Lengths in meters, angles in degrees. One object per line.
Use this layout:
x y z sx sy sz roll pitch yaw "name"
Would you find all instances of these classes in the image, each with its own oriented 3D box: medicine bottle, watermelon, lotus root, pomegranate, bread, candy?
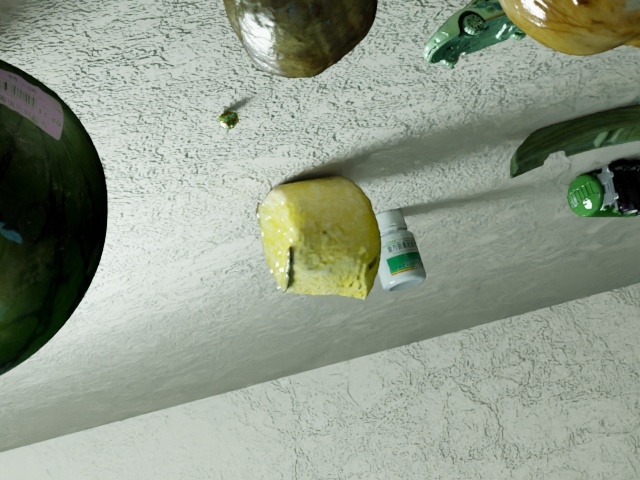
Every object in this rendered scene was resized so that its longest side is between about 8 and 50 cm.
0.130 0.018 2.376 0.080 0.130 0.080 -16 167 -4 "medicine bottle"
-0.379 -0.016 1.299 0.363 0.363 0.363 -16 165 -4 "watermelon"
-0.017 -0.230 1.307 0.145 0.128 0.260 -27 166 1 "lotus root"
0.274 -0.278 1.247 0.248 0.248 0.248 -16 165 -4 "pomegranate"
0.003 0.000 2.059 0.171 0.197 0.197 -6 163 -20 "bread"
-0.116 -0.147 1.723 0.025 0.023 0.083 -56 178 -8 "candy"

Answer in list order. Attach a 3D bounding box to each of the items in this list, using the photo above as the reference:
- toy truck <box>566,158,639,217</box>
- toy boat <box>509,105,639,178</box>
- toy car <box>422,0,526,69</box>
0.579 -0.088 2.550 0.243 0.101 0.125 -1 164 -38 "toy truck"
0.439 -0.166 2.188 0.293 0.055 0.093 -14 165 -8 "toy boat"
0.194 -0.258 1.573 0.186 0.058 0.093 -23 169 -25 "toy car"
